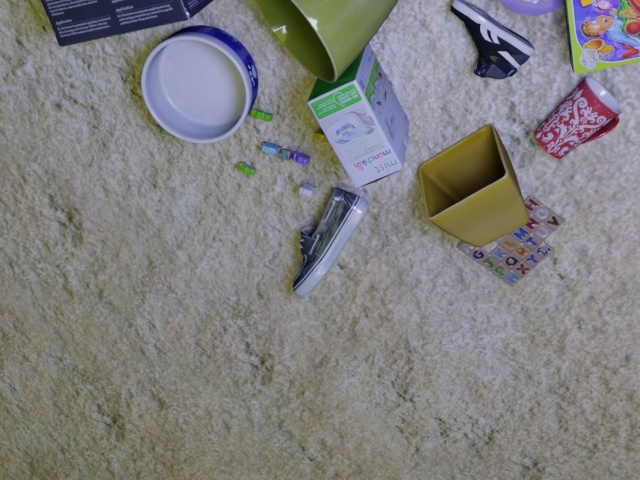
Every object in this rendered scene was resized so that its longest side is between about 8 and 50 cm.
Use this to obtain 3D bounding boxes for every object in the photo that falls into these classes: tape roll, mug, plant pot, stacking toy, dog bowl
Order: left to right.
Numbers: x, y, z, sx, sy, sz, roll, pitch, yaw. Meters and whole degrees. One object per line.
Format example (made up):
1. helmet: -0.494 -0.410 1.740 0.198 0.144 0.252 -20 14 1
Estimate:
1. dog bowl: -0.285 -0.372 1.815 0.265 0.104 0.265 5 122 8
2. stacking toy: -0.089 -0.223 1.915 0.221 0.052 0.167 20 114 5
3. plant pot: 0.051 -0.525 1.570 0.293 0.275 0.275 -41 112 -7
4. plant pot: 0.384 -0.110 1.829 0.212 0.212 0.187 -30 125 24
5. tape roll: 0.450 -0.575 1.590 0.189 0.080 0.189 4 121 7
6. mug: 0.598 -0.264 1.745 0.150 0.113 0.169 37 123 -12

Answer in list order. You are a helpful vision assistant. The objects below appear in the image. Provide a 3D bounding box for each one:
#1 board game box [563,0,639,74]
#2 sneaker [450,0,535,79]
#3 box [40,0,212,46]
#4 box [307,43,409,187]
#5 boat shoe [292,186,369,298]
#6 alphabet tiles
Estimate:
1. board game box: 0.596 -0.522 1.491 0.233 0.078 0.347 -9 121 16
2. sneaker: 0.357 -0.434 1.692 0.217 0.079 0.121 30 120 -11
3. box: -0.443 -0.619 1.628 0.343 0.179 0.312 -4 122 20
4. box: 0.097 -0.290 1.719 0.127 0.262 0.231 -21 117 21
5. boat shoe: 0.000 0.000 2.016 0.119 0.121 0.335 32 111 -2
6. alphabet tiles: 0.508 -0.005 1.980 0.198 0.009 0.237 34 121 -12
